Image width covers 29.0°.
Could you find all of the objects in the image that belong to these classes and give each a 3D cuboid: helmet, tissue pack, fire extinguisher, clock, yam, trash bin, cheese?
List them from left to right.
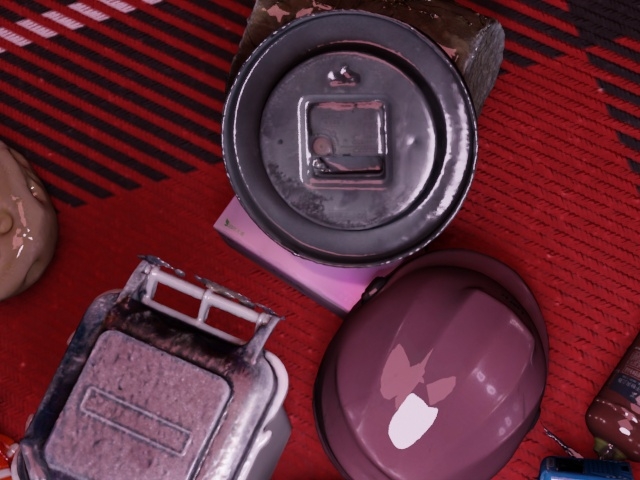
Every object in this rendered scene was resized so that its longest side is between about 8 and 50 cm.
[{"bbox_3d":[-0.475,-0.025,1.713,0.218,0.117,0.235,-10,77,7],"label":"cheese"},{"bbox_3d":[-0.157,0.214,1.455,0.256,0.368,0.296,21,79,14],"label":"trash bin"},{"bbox_3d":[0.000,0.000,1.644,0.246,0.092,0.148,31,81,17],"label":"tissue pack"},{"bbox_3d":[0.038,-0.126,1.517,0.319,0.066,0.319,3,105,12],"label":"clock"},{"bbox_3d":[0.056,-0.248,1.646,0.348,0.241,0.241,18,76,11],"label":"yam"},{"bbox_3d":[0.144,0.167,1.476,0.271,0.197,0.338,43,87,-3],"label":"helmet"},{"bbox_3d":[0.389,0.173,1.517,0.138,0.102,0.344,35,81,15],"label":"fire extinguisher"}]

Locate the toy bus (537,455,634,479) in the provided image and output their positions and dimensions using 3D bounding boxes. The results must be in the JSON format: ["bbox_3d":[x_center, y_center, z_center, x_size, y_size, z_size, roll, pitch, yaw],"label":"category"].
[{"bbox_3d":[0.301,0.378,1.427,0.134,0.113,0.246,6,94,10],"label":"toy bus"}]

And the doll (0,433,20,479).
[{"bbox_3d":[-0.472,0.271,1.645,0.142,0.076,0.245,-27,74,-2],"label":"doll"}]
